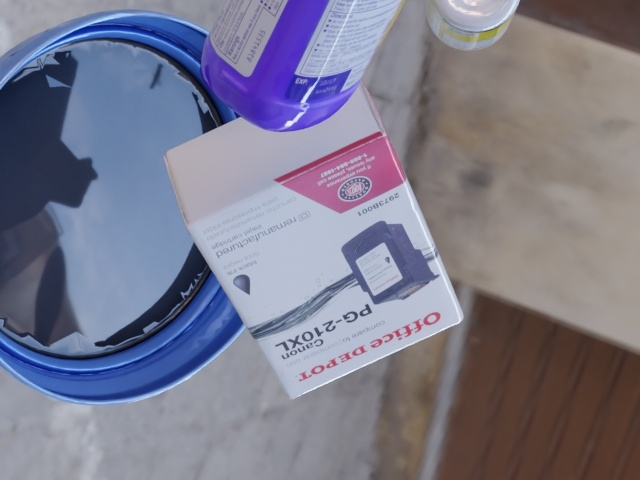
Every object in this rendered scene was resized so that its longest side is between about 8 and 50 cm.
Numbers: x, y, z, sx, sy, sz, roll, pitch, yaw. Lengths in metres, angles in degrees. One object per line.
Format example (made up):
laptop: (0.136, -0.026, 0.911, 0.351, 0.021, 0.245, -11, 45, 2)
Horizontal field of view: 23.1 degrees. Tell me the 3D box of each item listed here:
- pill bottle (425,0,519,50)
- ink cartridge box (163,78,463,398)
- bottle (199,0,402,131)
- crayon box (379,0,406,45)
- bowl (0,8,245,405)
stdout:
pill bottle: (0.173, -0.275, 1.802, 0.184, 0.103, 0.103, 62, 50, -87)
ink cartridge box: (0.000, 0.000, 1.292, 0.100, 0.172, 0.237, -112, 176, -45)
bottle: (0.022, -0.199, 0.963, 0.118, 0.092, 0.283, -31, 155, -51)
crayon box: (0.063, -0.302, 1.646, 0.165, 0.081, 0.278, -59, 177, 5)
bowl: (-0.205, -0.034, 1.553, 0.391, 0.077, 0.391, -11, 108, -36)
